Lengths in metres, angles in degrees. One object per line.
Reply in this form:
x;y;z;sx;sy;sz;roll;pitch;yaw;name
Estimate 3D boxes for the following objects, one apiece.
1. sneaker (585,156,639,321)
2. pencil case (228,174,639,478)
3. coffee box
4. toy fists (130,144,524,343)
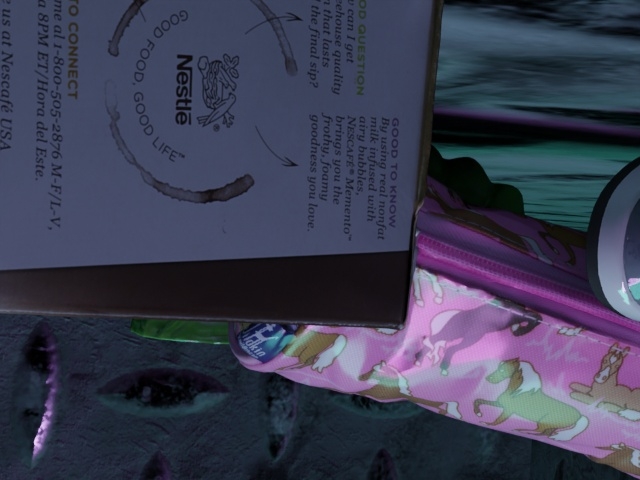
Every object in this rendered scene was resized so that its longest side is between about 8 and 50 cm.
0.299;0.007;0.801;0.295;0.123;0.178;-5;-171;-35;sneaker
0.138;0.054;0.912;0.386;0.160;0.167;20;-154;-19;pencil case
-0.108;-0.035;0.372;0.246;0.098;0.141;5;-179;-37;coffee box
0.000;0.000;1.017;0.279;0.142;0.096;3;-175;0;toy fists
